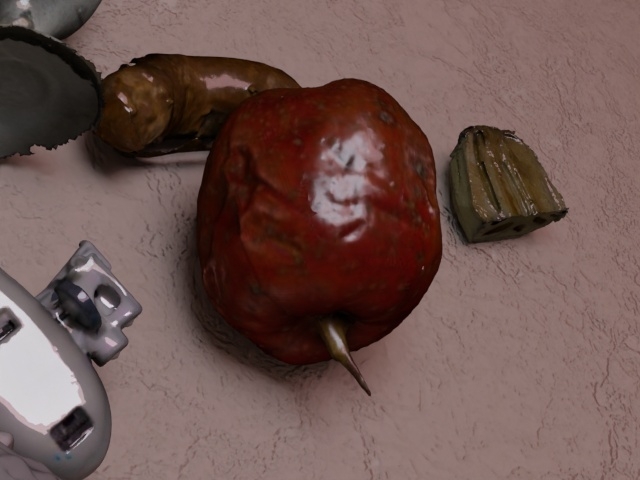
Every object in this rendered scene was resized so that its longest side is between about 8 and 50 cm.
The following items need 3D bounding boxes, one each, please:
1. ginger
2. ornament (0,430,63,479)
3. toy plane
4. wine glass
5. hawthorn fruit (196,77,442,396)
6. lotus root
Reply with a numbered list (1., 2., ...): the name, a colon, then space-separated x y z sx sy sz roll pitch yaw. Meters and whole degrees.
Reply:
1. ginger: -0.111 -0.134 1.274 0.309 0.107 0.133 -1 42 -41
2. ornament: -0.252 0.257 0.653 0.337 0.337 0.337 20 46 -22
3. toy plane: -0.268 0.084 0.960 0.266 0.123 0.267 7 64 -15
4. wine glass: -0.287 -0.253 1.184 0.190 0.190 0.357 17 50 -25
5. hawthorn fruit: -0.003 -0.020 1.158 0.258 0.258 0.262 36 56 -5
6. lotus root: 0.210 -0.066 1.479 0.143 0.070 0.144 0 60 -29
